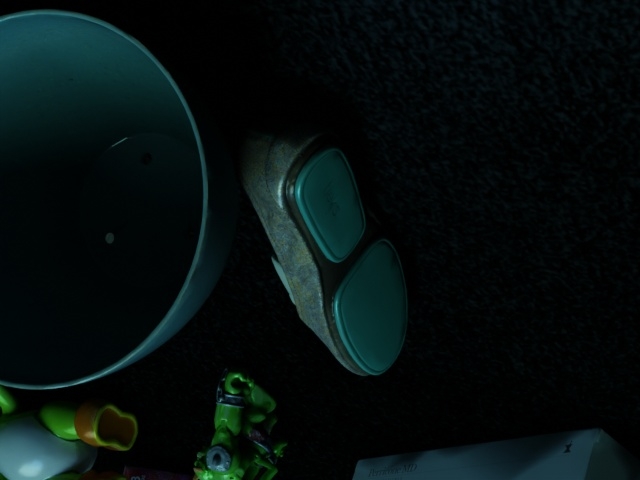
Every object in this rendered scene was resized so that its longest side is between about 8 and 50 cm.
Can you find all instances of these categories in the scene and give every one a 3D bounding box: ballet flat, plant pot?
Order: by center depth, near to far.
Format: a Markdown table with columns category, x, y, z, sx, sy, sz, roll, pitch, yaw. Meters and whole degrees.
| category | x | y | z | sx | sy | sz | roll | pitch | yaw |
| --- | --- | --- | --- | --- | --- | --- | --- | --- | --- |
| plant pot | -0.184 | -0.030 | 1.143 | 0.290 | 0.290 | 0.195 | 8 | -178 | 21 |
| ballet flat | 0.000 | 0.000 | 1.225 | 0.106 | 0.107 | 0.316 | 26 | 151 | 33 |

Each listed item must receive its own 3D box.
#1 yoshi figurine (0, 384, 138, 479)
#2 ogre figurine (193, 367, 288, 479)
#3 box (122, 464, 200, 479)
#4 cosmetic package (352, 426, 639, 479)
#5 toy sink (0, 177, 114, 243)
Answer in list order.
| category | x | y | z | sx | sy | sz | roll | pitch | yaw |
| --- | --- | --- | --- | --- | --- | --- | --- | --- | --- |
| yoshi figurine | -0.435 | 0.264 | 1.827 | 0.362 | 0.203 | 0.203 | 6 | 131 | 28 |
| ogre figurine | -0.090 | 0.241 | 1.626 | 0.097 | 0.118 | 0.197 | 19 | 149 | 3 |
| box | -0.239 | 0.425 | 1.989 | 0.128 | 0.123 | 0.257 | 11 | 151 | -7 |
| cosmetic package | 0.152 | 0.365 | 1.512 | 0.097 | 0.284 | 0.377 | 37 | 147 | -28 |
| toy sink | -0.283 | -0.012 | 1.325 | 0.152 | 0.131 | 0.234 | -6 | 141 | 39 |
